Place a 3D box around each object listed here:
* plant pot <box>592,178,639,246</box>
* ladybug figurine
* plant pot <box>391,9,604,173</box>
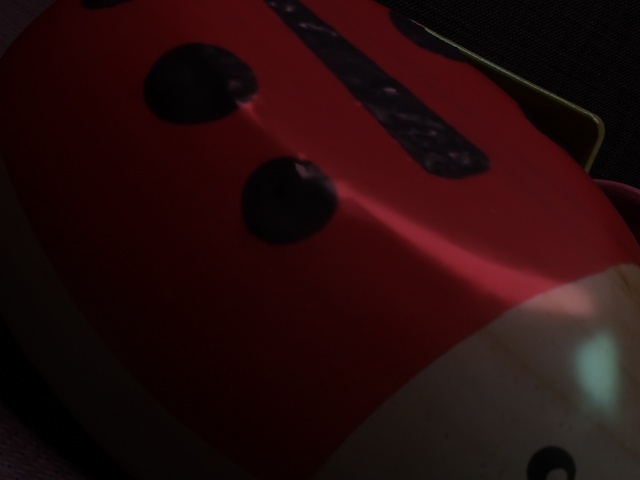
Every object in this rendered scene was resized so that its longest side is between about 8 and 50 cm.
[{"bbox_3d":[0.175,0.092,1.057,0.180,0.201,0.201,40,-1,-43],"label":"plant pot"},{"bbox_3d":[0.004,-0.004,0.844,0.305,0.162,0.449,-18,51,-44],"label":"ladybug figurine"},{"bbox_3d":[0.061,-0.046,1.408,0.212,0.212,0.187,25,-2,-21],"label":"plant pot"}]
